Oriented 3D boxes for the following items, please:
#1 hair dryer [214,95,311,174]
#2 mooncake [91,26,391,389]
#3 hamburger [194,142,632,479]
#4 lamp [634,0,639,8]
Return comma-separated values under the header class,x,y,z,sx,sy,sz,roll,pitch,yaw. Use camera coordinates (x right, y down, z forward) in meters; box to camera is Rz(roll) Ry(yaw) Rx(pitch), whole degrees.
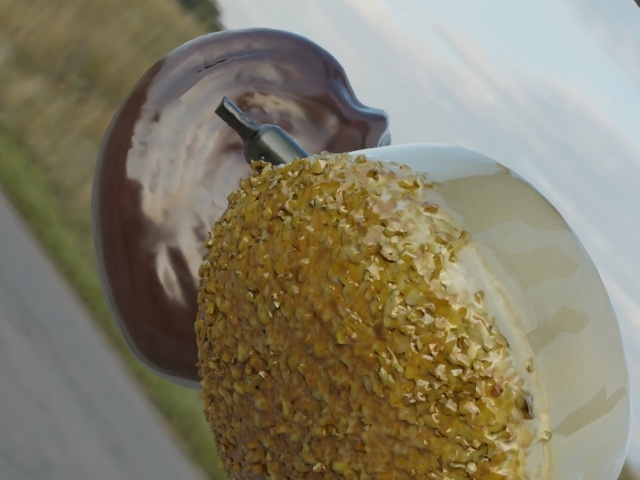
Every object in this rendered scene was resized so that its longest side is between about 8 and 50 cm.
class,x,y,z,sx,sy,sz,roll,pitch,yaw
hair dryer,0.000,0.000,1.253,0.248,0.195,0.078,44,23,13
mooncake,-0.057,-0.012,1.572,0.334,0.326,0.174,35,-13,0
hamburger,0.042,0.084,1.004,0.276,0.179,0.294,15,-58,48
lamp,0.257,-0.236,1.105,0.180,0.180,0.258,49,25,-71
